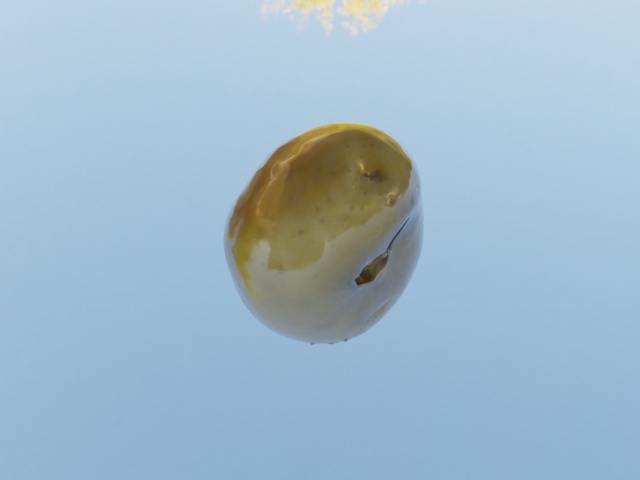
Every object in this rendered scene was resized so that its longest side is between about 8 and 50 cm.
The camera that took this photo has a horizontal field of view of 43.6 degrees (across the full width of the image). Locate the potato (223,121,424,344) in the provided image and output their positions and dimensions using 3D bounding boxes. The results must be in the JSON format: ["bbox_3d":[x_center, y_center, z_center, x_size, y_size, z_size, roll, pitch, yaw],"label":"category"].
[{"bbox_3d":[0.000,0.000,0.612,0.146,0.234,0.150,15,-115,13],"label":"potato"}]
